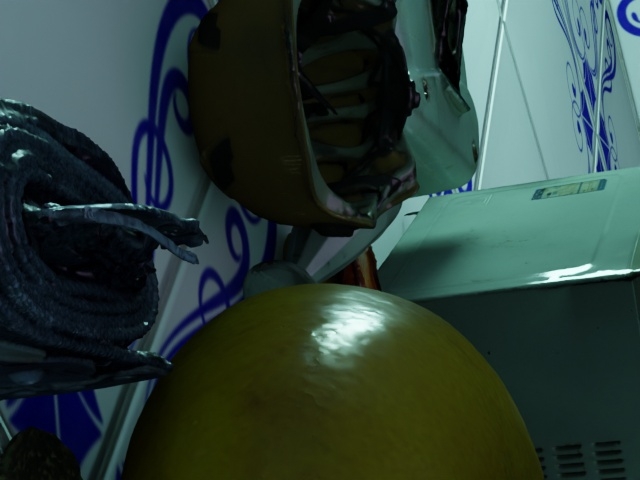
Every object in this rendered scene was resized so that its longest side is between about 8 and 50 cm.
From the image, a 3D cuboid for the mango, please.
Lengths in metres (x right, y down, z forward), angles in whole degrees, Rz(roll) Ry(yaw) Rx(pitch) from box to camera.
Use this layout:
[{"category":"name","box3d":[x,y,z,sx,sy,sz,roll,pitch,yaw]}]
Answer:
[{"category":"mango","box3d":[0.005,0.175,0.978,0.445,0.232,0.300,-38,123,-80]}]

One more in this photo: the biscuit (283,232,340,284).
[{"category":"biscuit","box3d":[0.007,0.107,1.389,0.158,0.035,0.240,33,42,-68]}]

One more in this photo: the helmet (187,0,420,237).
[{"category":"helmet","box3d":[-0.023,-0.095,1.255,0.224,0.130,0.198,-8,89,-65]}]

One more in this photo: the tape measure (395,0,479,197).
[{"category":"tape measure","box3d":[0.058,-0.154,1.558,0.243,0.125,0.246,35,49,-67]}]

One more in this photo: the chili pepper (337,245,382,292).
[{"category":"chili pepper","box3d":[0.033,0.067,1.407,0.045,0.027,0.178,38,37,-55]}]

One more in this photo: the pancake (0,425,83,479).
[{"category":"pancake","box3d":[-0.140,0.152,0.940,0.115,0.011,0.115,-10,90,-73]}]

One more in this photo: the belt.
[{"category":"belt","box3d":[-0.138,0.002,0.830,0.218,0.128,0.122,27,55,-71]}]

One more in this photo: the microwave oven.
[{"category":"microwave oven","box3d":[0.200,0.090,1.611,0.355,0.286,0.218,-51,130,-69]}]

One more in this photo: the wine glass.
[{"category":"wine glass","box3d":[0.000,0.000,1.338,0.155,0.073,0.073,-53,133,-48]}]
